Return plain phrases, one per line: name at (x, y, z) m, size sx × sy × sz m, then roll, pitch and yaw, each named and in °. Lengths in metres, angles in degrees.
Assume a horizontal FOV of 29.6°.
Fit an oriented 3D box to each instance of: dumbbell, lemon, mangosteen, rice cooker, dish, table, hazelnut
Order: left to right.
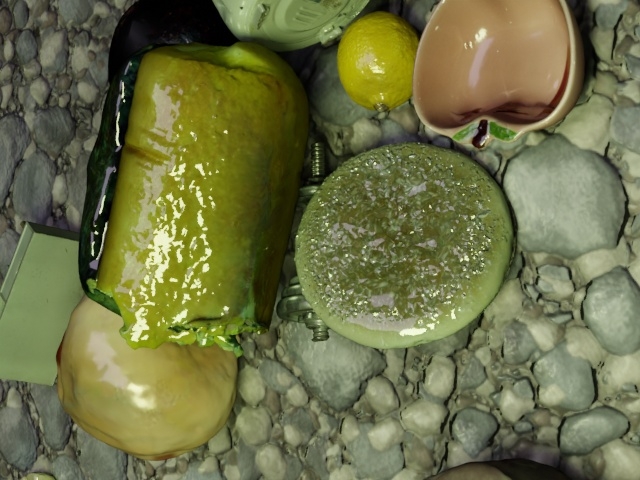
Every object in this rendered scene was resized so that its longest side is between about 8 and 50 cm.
table at (-0.434, 0.084, 1.833) m, size 0.111 × 0.121 × 0.240 m, roll 41°, pitch 111°, yaw 52°
hazelnut at (-0.224, 0.168, 1.608) m, size 0.261 × 0.241 × 0.261 m, roll 45°, pitch 143°, yaw 48°
mangosteen at (-0.160, -0.211, 1.593) m, size 0.243 × 0.243 × 0.243 m, roll -4°, pitch 83°, yaw 37°
rice cooker at (-0.053, -0.369, 1.460) m, size 0.226 × 0.226 × 0.244 m, roll -42°, pitch 61°, yaw 27°
dumbbell at (0.000, 0.000, 1.516) m, size 0.110 × 0.110 × 0.254 m, roll -11°, pitch 73°, yaw 37°
lemon at (0.074, -0.215, 1.469) m, size 0.109 × 0.109 × 0.133 m, roll -22°, pitch 58°, yaw 34°
dish at (0.213, -0.194, 1.372) m, size 0.213 × 0.090 × 0.213 m, roll -6°, pitch 79°, yaw 37°

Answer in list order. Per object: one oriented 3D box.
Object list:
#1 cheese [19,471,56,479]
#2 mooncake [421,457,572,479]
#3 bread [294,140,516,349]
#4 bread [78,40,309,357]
cheese at (-0.418, 0.446, 1.827) m, size 0.065 × 0.043 × 0.194 m, roll -21°, pitch 74°, yaw 33°
mooncake at (0.199, 0.380, 1.267) m, size 0.306 × 0.154 × 0.306 m, roll -10°, pitch 77°, yaw 48°
bread at (0.095, 0.000, 1.412) m, size 0.267 × 0.040 × 0.267 m, roll -6°, pitch 69°, yaw 16°
bread at (-0.143, -0.053, 1.426) m, size 0.208 × 0.251 × 0.376 m, roll 15°, pitch 94°, yaw 66°
